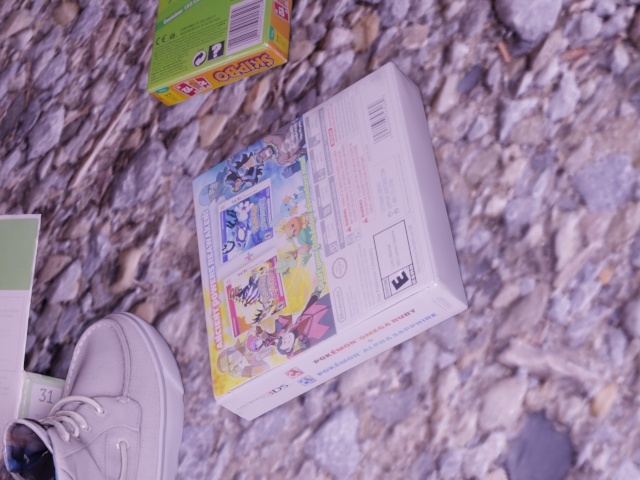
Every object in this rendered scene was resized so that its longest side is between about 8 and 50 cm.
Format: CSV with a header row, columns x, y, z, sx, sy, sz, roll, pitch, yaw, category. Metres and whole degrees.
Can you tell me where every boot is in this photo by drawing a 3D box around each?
x,y,z,sx,sy,sz,roll,pitch,yaw,category
-0.165,0.139,1.209,0.095,0.123,0.258,-29,48,23,boot

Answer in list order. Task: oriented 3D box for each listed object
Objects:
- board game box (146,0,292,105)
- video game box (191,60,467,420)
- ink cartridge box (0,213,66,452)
x,y,z,sx,sy,sz,roll,pitch,yaw,category
-0.076,-0.241,1.451,0.124,0.039,0.259,-17,56,31,board game box
0.000,0.000,1.218,0.187,0.048,0.205,-27,48,22,video game box
-0.269,0.102,1.330,0.171,0.056,0.235,-1,76,38,ink cartridge box
